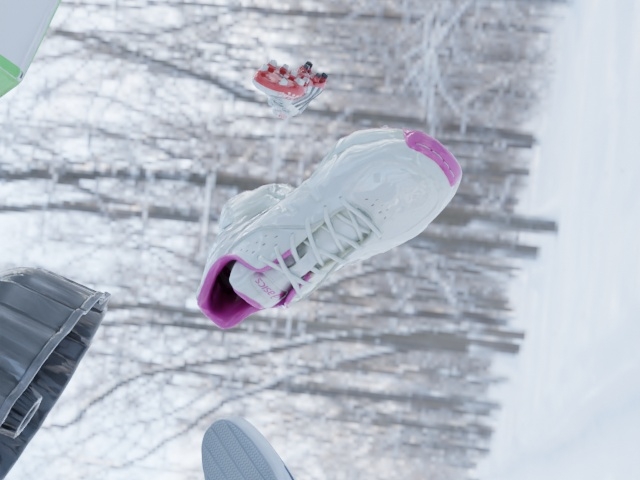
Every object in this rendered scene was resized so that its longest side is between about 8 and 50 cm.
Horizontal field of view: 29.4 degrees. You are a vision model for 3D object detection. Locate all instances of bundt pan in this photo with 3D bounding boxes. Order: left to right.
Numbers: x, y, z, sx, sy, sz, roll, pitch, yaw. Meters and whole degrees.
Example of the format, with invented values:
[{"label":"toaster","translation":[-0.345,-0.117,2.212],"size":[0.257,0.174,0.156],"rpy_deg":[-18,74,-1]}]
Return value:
[{"label":"bundt pan","translation":[-0.375,0.166,1.354],"size":[0.331,0.124,0.331],"rpy_deg":[-59,0,1]}]

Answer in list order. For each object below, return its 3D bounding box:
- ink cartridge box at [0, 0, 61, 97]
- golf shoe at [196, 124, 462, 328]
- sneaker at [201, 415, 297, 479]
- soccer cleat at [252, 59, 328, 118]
[{"label":"ink cartridge box","translation":[-0.356,-0.164,0.932],"size":[0.198,0.272,0.115],"rpy_deg":[34,-128,-28]},{"label":"golf shoe","translation":[0.000,0.000,1.089],"size":[0.306,0.115,0.140],"rpy_deg":[-26,27,47]},{"label":"sneaker","translation":[-0.032,0.294,1.272],"size":[0.258,0.094,0.091],"rpy_deg":[57,-156,13]},{"label":"soccer cleat","translation":[-0.022,-0.090,0.745],"size":[0.036,0.029,0.083],"rpy_deg":[-58,-12,20]}]
